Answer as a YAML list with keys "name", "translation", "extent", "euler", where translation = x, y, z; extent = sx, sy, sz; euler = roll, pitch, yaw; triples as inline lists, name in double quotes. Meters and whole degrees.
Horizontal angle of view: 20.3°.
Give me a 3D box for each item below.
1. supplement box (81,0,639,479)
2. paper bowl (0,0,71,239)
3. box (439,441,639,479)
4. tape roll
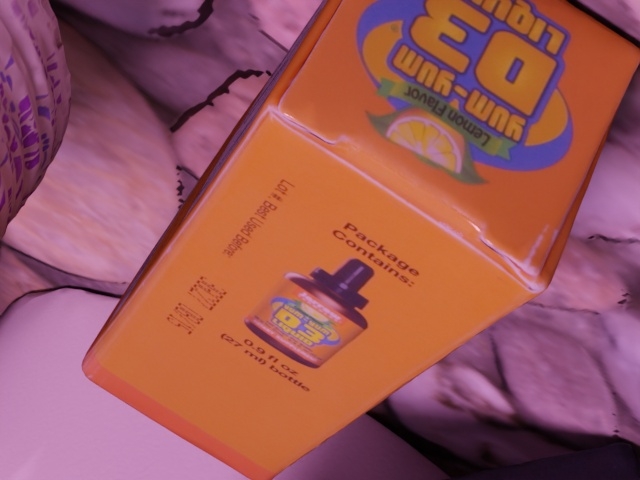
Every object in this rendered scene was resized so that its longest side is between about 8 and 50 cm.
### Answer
- name: "supplement box"
  translation: [0.000, 0.000, 0.512]
  extent: [0.078, 0.080, 0.233]
  euler: [33, 156, -6]
- name: "paper bowl"
  translation: [-0.193, -0.093, 0.468]
  extent: [0.284, 0.148, 0.284]
  euler: [24, 154, 12]
- name: "box"
  translation: [0.069, 0.276, 0.569]
  extent: [0.183, 0.294, 0.296]
  euler: [-12, 126, -6]
- name: "tape roll"
  translation: [-0.048, 0.146, 0.801]
  extent: [0.286, 0.100, 0.286]
  euler: [24, 154, 13]
